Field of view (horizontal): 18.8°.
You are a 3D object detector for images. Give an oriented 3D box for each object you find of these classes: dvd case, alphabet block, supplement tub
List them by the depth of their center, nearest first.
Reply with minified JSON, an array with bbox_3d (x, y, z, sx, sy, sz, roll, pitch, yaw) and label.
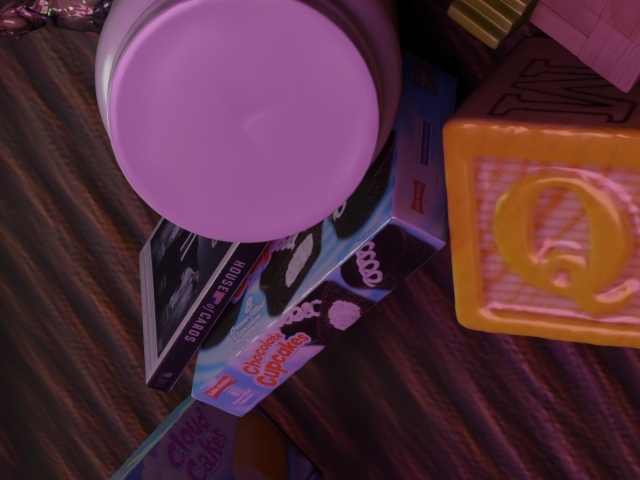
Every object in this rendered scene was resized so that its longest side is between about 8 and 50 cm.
[{"bbox_3d":[-0.053,-0.155,1.537,0.235,0.325,0.235,0,115,1],"label":"supplement tub"},{"bbox_3d":[0.225,-0.043,1.571,0.193,0.197,0.192,4,116,24],"label":"alphabet block"},{"bbox_3d":[-0.103,-0.003,1.770,0.029,0.179,0.239,17,128,-22],"label":"dvd case"}]

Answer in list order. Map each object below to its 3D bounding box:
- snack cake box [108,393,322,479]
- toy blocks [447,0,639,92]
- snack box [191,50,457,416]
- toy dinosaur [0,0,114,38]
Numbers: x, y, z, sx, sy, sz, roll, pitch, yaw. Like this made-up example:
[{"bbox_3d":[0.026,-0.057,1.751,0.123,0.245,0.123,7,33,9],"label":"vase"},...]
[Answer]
[{"bbox_3d":[-0.123,0.257,1.848,0.152,0.264,0.089,48,124,-4],"label":"snack cake box"},{"bbox_3d":[0.182,-0.297,1.416,0.381,0.191,0.261,38,143,12],"label":"toy blocks"},{"bbox_3d":[0.000,0.000,1.680,0.060,0.187,0.322,26,137,-22],"label":"snack box"},{"bbox_3d":[-0.195,-0.219,1.753,0.268,0.064,0.118,8,152,21],"label":"toy dinosaur"}]
